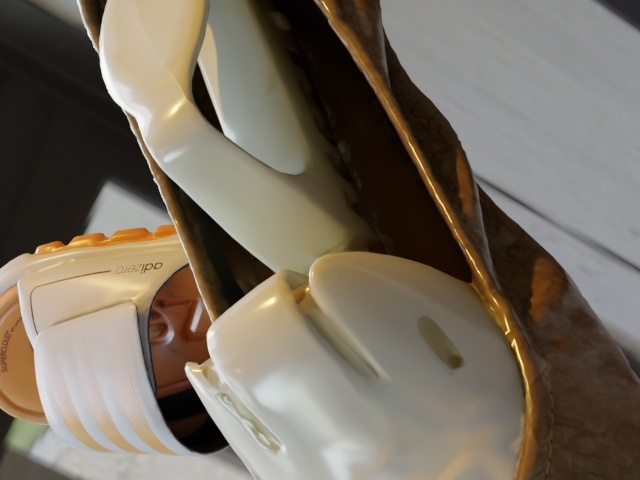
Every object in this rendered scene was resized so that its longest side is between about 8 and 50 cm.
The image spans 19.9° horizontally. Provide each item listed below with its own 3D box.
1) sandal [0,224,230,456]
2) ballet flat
[{"bbox_3d":[-0.050,0.044,0.781,0.265,0.102,0.076,-16,39,26],"label":"sandal"},{"bbox_3d":[0.000,0.000,0.541,0.116,0.124,0.342,-36,58,21],"label":"ballet flat"}]
